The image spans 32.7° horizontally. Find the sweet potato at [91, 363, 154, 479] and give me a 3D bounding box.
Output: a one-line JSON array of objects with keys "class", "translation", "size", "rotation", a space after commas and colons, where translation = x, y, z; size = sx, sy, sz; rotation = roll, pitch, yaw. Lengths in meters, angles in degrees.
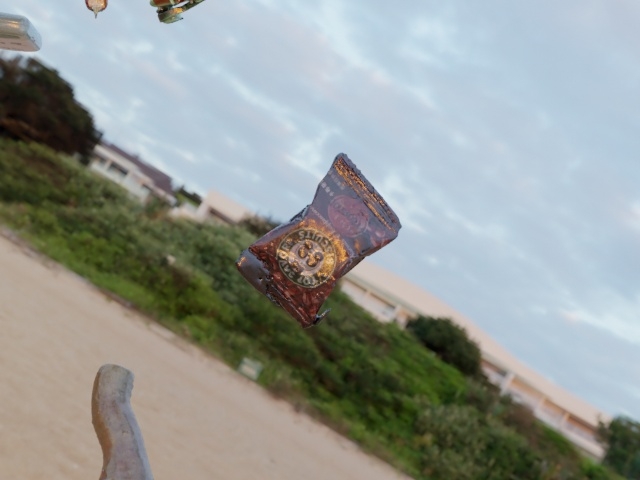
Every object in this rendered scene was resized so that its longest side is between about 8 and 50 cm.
[{"class": "sweet potato", "translation": [-0.255, 0.337, 1.404], "size": [0.109, 0.385, 0.109], "rotation": [-6, -23, -3]}]

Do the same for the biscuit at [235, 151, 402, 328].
[{"class": "biscuit", "translation": [0.005, 0.004, 1.556], "size": [0.151, 0.235, 0.063], "rotation": [46, -11, -9]}]

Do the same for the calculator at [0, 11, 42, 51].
[{"class": "calculator", "translation": [-0.642, -0.422, 2.195], "size": [0.141, 0.045, 0.246], "rotation": [6, -1, -7]}]

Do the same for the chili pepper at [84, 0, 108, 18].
[{"class": "chili pepper", "translation": [-0.421, -0.507, 2.054], "size": [0.045, 0.178, 0.027], "rotation": [-1, 9, -27]}]

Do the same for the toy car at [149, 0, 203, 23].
[{"class": "toy car", "translation": [-0.193, -0.359, 1.549], "size": [0.143, 0.054, 0.073], "rotation": [-15, -82, 40]}]
